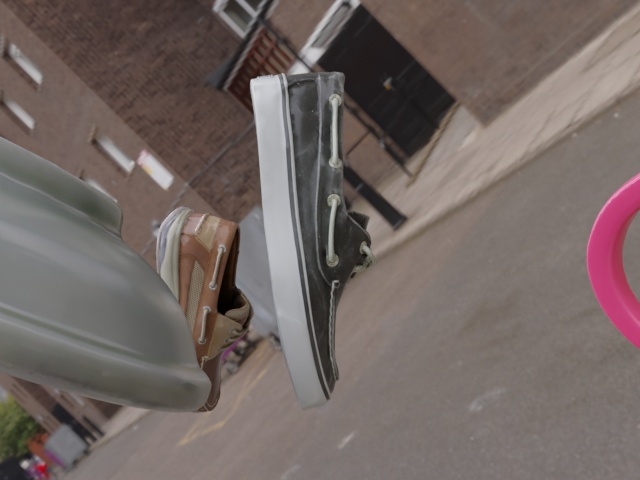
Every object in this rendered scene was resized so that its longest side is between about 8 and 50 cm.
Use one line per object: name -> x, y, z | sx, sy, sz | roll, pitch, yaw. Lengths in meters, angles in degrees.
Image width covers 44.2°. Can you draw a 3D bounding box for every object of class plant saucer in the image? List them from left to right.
plant saucer -> -0.236, -0.019, 0.473 | 0.400, 0.400, 0.101 | 154, 139, -80

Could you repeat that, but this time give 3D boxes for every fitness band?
fitness band -> 0.390, 0.002, 0.731 | 0.054, 0.209, 0.291 | -21, -14, -47

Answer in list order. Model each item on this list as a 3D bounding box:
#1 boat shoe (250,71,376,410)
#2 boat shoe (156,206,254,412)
boat shoe -> 0.000, 0.000, 0.511 | 0.070, 0.219, 0.078 | -6, 4, -3
boat shoe -> -0.159, 0.112, 1.129 | 0.123, 0.116, 0.325 | -68, -19, -61
